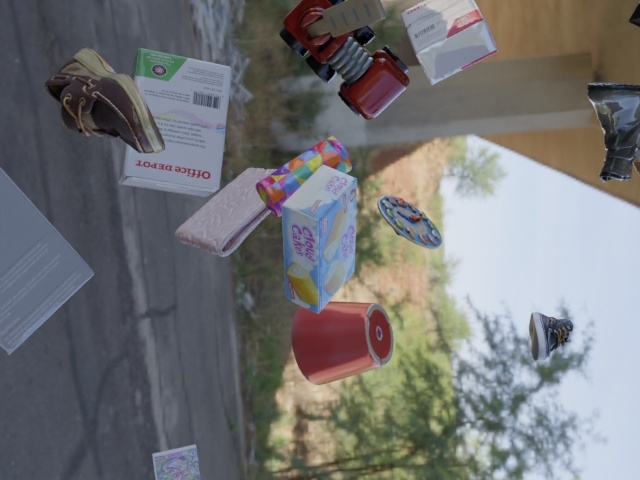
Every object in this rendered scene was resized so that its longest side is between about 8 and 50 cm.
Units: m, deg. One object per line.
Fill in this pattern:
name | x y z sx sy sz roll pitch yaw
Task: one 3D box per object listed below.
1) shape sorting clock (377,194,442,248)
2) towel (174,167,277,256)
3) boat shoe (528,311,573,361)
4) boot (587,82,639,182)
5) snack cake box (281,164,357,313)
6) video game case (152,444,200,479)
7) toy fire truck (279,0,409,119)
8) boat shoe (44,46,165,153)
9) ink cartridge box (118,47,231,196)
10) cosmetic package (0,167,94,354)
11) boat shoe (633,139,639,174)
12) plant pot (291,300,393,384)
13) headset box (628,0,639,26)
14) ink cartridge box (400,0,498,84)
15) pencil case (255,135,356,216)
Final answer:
shape sorting clock | 0.241 -0.052 2.138 0.040 0.206 0.206 -57 -166 24
towel | -0.232 -0.085 2.230 0.053 0.317 0.332 55 -20 -23
boat shoe | 0.470 0.193 1.613 0.183 0.083 0.065 -56 150 -69
boot | 0.520 -0.183 1.398 0.247 0.084 0.161 5 94 -56
snack cake box | 0.000 0.000 1.633 0.152 0.089 0.264 -46 149 -37
video game case | -0.284 0.472 1.591 0.011 0.087 0.121 -148 -128 -67
toy fire truck | 0.054 -0.298 1.241 0.217 0.158 0.246 44 14 -14
boat shoe | -0.369 -0.216 1.322 0.342 0.123 0.123 42 -22 42
ink cartridge box | -0.313 -0.245 1.714 0.117 0.202 0.278 163 -66 -68
cosmetic package | -0.361 -0.012 0.807 0.107 0.127 0.238 3 -47 55
boat shoe | 0.878 -0.234 1.931 0.113 0.303 0.103 -160 -126 -76
plant pot | 0.082 0.308 2.512 0.275 0.243 0.274 33 51 -53
headset box | 0.463 -0.313 1.088 0.083 0.062 0.032 -50 165 -41
ink cartridge box | 0.300 -0.496 1.898 0.100 0.172 0.237 55 17 -34
pencil case | -0.034 -0.149 1.878 0.104 0.236 0.104 54 -15 21
